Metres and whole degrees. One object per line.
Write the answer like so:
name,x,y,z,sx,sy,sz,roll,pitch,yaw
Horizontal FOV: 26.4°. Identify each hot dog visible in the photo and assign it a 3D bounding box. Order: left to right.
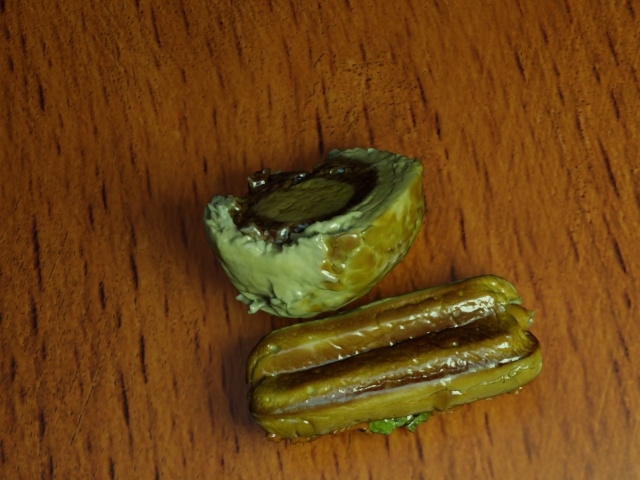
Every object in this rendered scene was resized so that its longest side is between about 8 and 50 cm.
hot dog,0.085,0.148,1.573,0.349,0.117,0.158,-16,45,1

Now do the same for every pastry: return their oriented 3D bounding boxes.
pastry,0.009,-0.003,1.609,0.237,0.170,0.256,2,24,27
